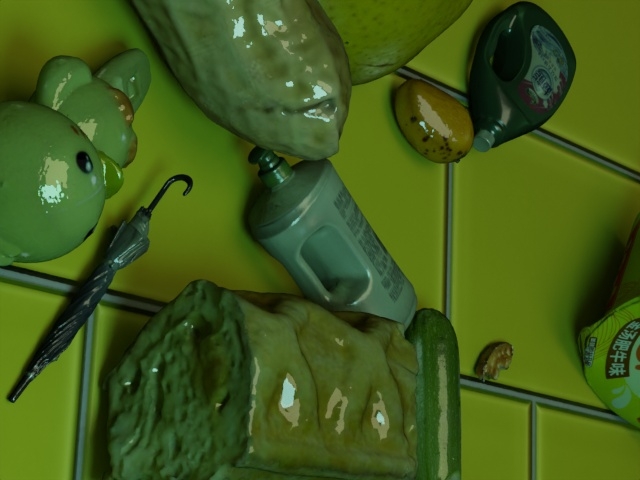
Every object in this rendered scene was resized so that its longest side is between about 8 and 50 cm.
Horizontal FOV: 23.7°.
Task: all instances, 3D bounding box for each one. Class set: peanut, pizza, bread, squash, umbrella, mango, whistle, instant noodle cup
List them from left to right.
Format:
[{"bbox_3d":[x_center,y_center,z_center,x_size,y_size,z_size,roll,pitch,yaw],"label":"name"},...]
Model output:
[{"bbox_3d":[-0.199,-0.078,1.259,0.294,0.141,0.141,-42,113,-44],"label":"whistle"},{"bbox_3d":[-0.196,0.036,1.321,0.269,0.044,0.044,-54,147,-29],"label":"umbrella"},{"bbox_3d":[-0.085,-0.225,1.390,0.340,0.174,0.158,64,30,-21],"label":"peanut"},{"bbox_3d":[-0.047,0.160,1.335,0.252,0.196,0.239,27,59,-45],"label":"bread"},{"bbox_3d":[0.114,0.188,1.596,0.069,0.069,0.239,17,69,-45],"label":"squash"},{"bbox_3d":[0.125,-0.133,1.687,0.114,0.057,0.079,47,58,-27],"label":"mango"},{"bbox_3d":[0.198,0.139,1.741,0.083,0.016,0.037,-37,108,-49],"label":"pizza"},{"bbox_3d":[0.487,0.081,1.891,0.311,0.311,0.221,49,39,-30],"label":"instant noodle cup"}]

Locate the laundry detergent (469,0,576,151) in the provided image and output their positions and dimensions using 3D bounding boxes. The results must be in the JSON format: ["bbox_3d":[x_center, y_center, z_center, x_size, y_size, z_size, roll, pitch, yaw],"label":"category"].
[{"bbox_3d":[0.225,-0.186,1.808,0.137,0.063,0.211,55,49,-22],"label":"laundry detergent"}]

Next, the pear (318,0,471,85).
[{"bbox_3d":[0.065,-0.343,1.566,0.386,0.191,0.340,-14,93,-48],"label":"pear"}]

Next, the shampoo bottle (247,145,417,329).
[{"bbox_3d":[0.000,0.000,1.497,0.234,0.087,0.118,56,46,-23],"label":"shampoo bottle"}]
